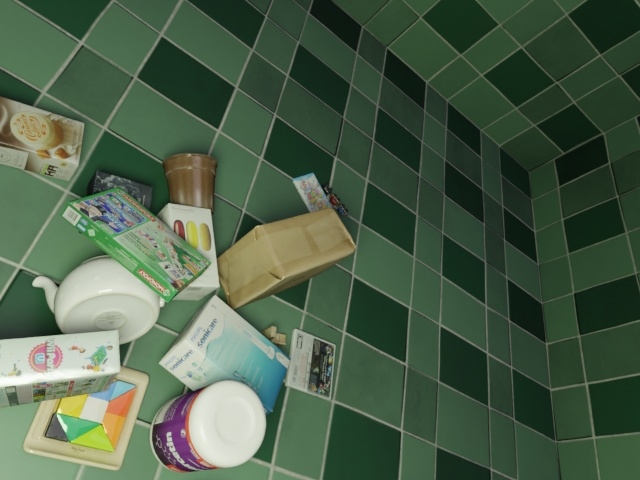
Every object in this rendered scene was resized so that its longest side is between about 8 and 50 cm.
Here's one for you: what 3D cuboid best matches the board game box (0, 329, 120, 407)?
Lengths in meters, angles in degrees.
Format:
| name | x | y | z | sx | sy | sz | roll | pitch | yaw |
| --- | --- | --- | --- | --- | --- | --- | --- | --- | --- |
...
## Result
| name | x | y | z | sx | sy | sz | roll | pitch | yaw |
| --- | --- | --- | --- | --- | --- | --- | --- | --- | --- |
| board game box | -0.591 | 0.272 | 1.052 | 0.304 | 0.224 | 0.097 | 0 | 66 | -30 |

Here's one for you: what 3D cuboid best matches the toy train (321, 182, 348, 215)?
| name | x | y | z | sx | sy | sz | roll | pitch | yaw |
| --- | --- | --- | --- | --- | --- | --- | --- | --- | --- |
| toy train | 0.058 | -0.160 | 2.036 | 0.158 | 0.027 | 0.036 | 53 | 48 | -6 |

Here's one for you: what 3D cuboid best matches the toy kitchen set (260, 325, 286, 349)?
| name | x | y | z | sx | sy | sz | roll | pitch | yaw |
| --- | --- | --- | --- | --- | --- | --- | --- | --- | --- |
| toy kitchen set | -0.134 | 0.314 | 1.575 | 0.083 | 0.075 | 0.068 | 17 | 58 | -29 |

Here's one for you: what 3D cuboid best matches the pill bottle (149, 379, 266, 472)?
| name | x | y | z | sx | sy | sz | roll | pitch | yaw |
| --- | --- | --- | --- | --- | --- | --- | --- | --- | --- |
| pill bottle | -0.281 | 0.445 | 1.197 | 0.182 | 0.323 | 0.181 | 20 | 55 | -32 |

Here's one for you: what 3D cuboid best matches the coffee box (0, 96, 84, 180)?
| name | x | y | z | sx | sy | sz | roll | pitch | yaw |
| --- | --- | --- | --- | --- | --- | --- | --- | --- | --- |
| coffee box | -0.761 | -0.265 | 1.318 | 0.247 | 0.098 | 0.141 | 14 | 59 | -36 |

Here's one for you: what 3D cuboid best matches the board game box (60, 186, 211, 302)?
| name | x | y | z | sx | sy | sz | roll | pitch | yaw |
| --- | --- | --- | --- | --- | --- | --- | --- | --- | --- |
| board game box | -0.441 | 0.000 | 1.256 | 0.317 | 0.046 | 0.213 | 40 | 17 | -2 |

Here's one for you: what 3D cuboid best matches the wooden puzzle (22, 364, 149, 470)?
| name | x | y | z | sx | sy | sz | roll | pitch | yaw |
| --- | --- | --- | --- | --- | --- | --- | --- | --- | --- |
| wooden puzzle | -0.538 | 0.396 | 1.198 | 0.221 | 0.044 | 0.238 | 27 | 52 | -28 |

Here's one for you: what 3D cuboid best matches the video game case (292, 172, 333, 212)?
| name | x | y | z | sx | sy | sz | roll | pitch | yaw |
| --- | --- | --- | --- | --- | --- | --- | --- | --- | --- |
| video game case | -0.030 | -0.178 | 1.978 | 0.119 | 0.015 | 0.166 | -26 | 86 | -46 |

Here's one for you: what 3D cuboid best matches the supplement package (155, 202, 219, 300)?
| name | x | y | z | sx | sy | sz | roll | pitch | yaw |
| --- | --- | --- | --- | --- | --- | --- | --- | --- | --- |
| supplement package | -0.392 | 0.036 | 1.456 | 0.139 | 0.134 | 0.243 | 6 | 64 | -40 |

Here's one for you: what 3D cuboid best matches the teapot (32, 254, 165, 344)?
| name | x | y | z | sx | sy | sz | roll | pitch | yaw |
| --- | --- | --- | --- | --- | --- | --- | --- | --- | --- |
| teapot | -0.516 | 0.124 | 1.249 | 0.256 | 0.253 | 0.187 | 36 | 22 | -45 |

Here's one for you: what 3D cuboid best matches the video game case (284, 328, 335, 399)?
| name | x | y | z | sx | sy | sz | roll | pitch | yaw |
| --- | --- | --- | --- | --- | --- | --- | --- | --- | --- |
| video game case | -0.030 | 0.404 | 1.659 | 0.173 | 0.022 | 0.190 | 28 | 51 | -28 |

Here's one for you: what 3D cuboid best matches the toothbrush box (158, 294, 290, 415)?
| name | x | y | z | sx | sy | sz | roll | pitch | yaw |
| --- | --- | --- | --- | --- | --- | --- | --- | --- | --- |
| toothbrush box | -0.247 | 0.326 | 1.377 | 0.295 | 0.126 | 0.216 | 43 | 26 | -12 |

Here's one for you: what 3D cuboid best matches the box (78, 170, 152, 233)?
| name | x | y | z | sx | sy | sz | roll | pitch | yaw |
| --- | --- | --- | --- | --- | --- | --- | --- | --- | --- |
| box | -0.562 | -0.086 | 1.403 | 0.158 | 0.093 | 0.155 | 16 | 58 | -34 |

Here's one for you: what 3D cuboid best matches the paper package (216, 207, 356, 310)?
| name | x | y | z | sx | sy | sz | roll | pitch | yaw |
| --- | --- | --- | --- | --- | --- | --- | --- | --- | --- |
| paper package | -0.117 | 0.056 | 1.561 | 0.325 | 0.310 | 0.168 | -18 | 78 | -46 |

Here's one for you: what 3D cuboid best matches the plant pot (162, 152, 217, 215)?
| name | x | y | z | sx | sy | sz | roll | pitch | yaw |
| --- | --- | --- | --- | --- | --- | --- | --- | --- | --- |
| plant pot | -0.394 | -0.157 | 1.551 | 0.167 | 0.167 | 0.165 | 6 | 72 | -40 |
